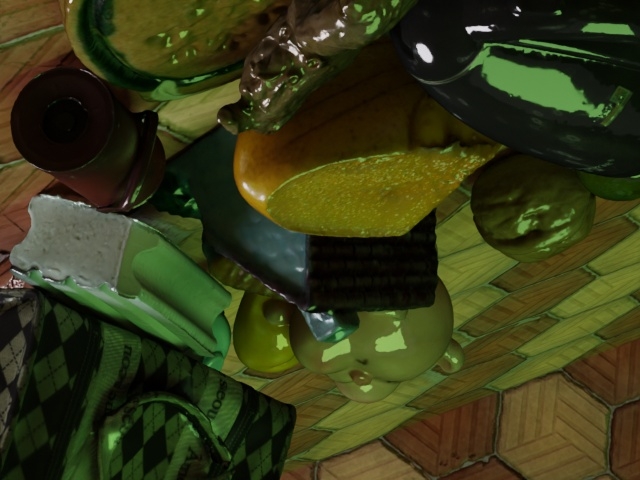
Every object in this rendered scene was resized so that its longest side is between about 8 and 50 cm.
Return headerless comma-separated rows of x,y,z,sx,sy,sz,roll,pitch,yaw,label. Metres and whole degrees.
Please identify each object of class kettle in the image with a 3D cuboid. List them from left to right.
0.206,-0.177,1.524,0.290,0.207,0.268,11,174,-43,kettle

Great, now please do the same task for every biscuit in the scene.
-0.067,-0.211,1.482,0.287,0.057,0.344,-25,164,5,biscuit

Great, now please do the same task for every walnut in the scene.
0.278,-0.047,2.341,0.166,0.149,0.166,4,143,3,walnut

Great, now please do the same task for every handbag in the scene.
-0.226,0.263,1.926,0.180,0.317,0.416,-7,155,42,handbag

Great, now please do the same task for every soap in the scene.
-0.205,0.038,1.878,0.150,0.094,0.261,10,165,19,soap

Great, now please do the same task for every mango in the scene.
0.056,-0.106,1.691,0.350,0.199,0.201,-22,123,-32,mango

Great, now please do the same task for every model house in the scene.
0.000,0.000,1.899,0.230,0.249,0.280,-32,162,30,model house

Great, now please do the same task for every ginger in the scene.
0.019,-0.177,1.458,0.122,0.084,0.290,-17,160,-44,ginger

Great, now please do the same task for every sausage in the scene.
-0.332,0.043,1.962,0.158,0.042,0.036,-30,-159,26,sausage

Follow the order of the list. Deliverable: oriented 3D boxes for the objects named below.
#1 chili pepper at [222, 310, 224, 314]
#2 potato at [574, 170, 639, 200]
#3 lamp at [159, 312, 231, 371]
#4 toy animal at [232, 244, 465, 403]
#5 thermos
-0.233,0.139,2.326,0.257,0.074,0.100,-9,113,-49,chili pepper
0.419,-0.143,2.224,0.253,0.149,0.186,-24,-178,-32,potato
-0.215,0.124,2.149,0.209,0.147,0.284,-51,162,13,lamp
0.051,0.104,2.229,0.277,0.247,0.345,-48,161,4,toy animal
-0.203,-0.083,1.631,0.124,0.099,0.232,16,173,12,thermos
